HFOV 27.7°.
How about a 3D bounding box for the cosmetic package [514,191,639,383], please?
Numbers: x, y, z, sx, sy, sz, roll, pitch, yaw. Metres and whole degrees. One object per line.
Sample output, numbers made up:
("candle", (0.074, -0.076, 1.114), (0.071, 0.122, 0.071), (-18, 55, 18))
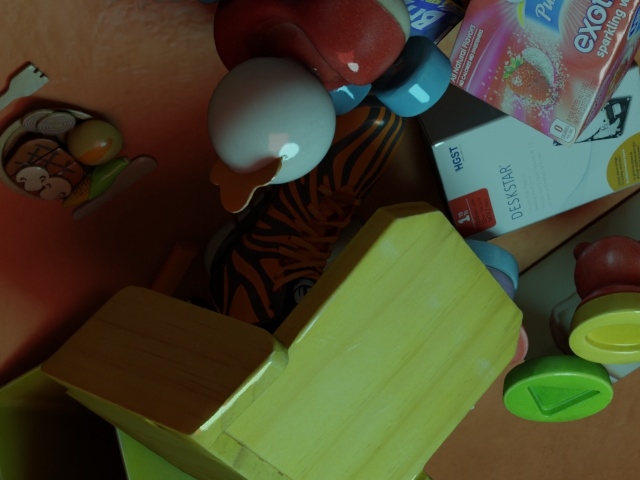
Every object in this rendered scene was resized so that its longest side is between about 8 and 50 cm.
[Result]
("cosmetic package", (0.391, 0.059, 1.636), (0.296, 0.129, 0.153), (-38, 135, 20))

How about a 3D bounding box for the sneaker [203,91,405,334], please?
("sneaker", (0.000, 0.000, 1.398), (0.125, 0.180, 0.321), (17, 126, -33))

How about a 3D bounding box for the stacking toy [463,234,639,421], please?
("stacking toy", (0.234, 0.093, 1.523), (0.309, 0.130, 0.279), (4, 147, -5))

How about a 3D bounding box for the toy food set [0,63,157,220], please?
("toy food set", (-0.266, -0.084, 1.322), (0.132, 0.038, 0.192), (-35, 135, 17))

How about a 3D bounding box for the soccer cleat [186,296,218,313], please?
("soccer cleat", (-0.110, 0.111, 1.571), (0.072, 0.060, 0.179), (-31, 143, -1))

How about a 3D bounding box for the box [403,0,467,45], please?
("box", (0.062, -0.251, 1.256), (0.169, 0.054, 0.059), (24, 123, -38))

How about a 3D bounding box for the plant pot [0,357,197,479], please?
("plant pot", (-0.243, 0.248, 1.542), (0.212, 0.212, 0.187), (-29, 157, 32))

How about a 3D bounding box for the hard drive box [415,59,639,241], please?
("hard drive box", (0.235, -0.113, 1.434), (0.232, 0.089, 0.181), (-21, 137, 3))

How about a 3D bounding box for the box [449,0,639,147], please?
("box", (0.244, -0.261, 1.204), (0.142, 0.154, 0.300), (-45, 161, -46))

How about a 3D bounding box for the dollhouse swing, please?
("dollhouse swing", (-0.023, 0.114, 1.335), (0.347, 0.315, 0.305), (45, 68, -46))

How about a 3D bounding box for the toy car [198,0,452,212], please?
("toy car", (-0.044, -0.133, 1.167), (0.219, 0.210, 0.238), (40, 70, -34))

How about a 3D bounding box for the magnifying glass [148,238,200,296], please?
("magnifying glass", (-0.201, 0.085, 1.530), (0.092, 0.026, 0.231), (12, 128, -29))

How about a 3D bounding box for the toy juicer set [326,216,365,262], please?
("toy juicer set", (0.083, 0.075, 1.573), (0.329, 0.089, 0.209), (22, 124, -35))
